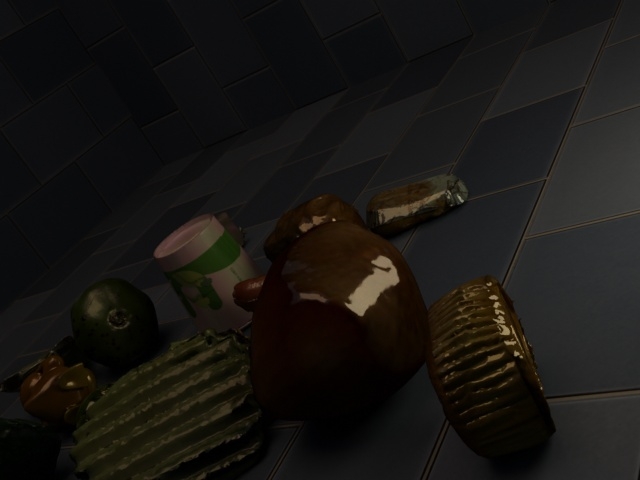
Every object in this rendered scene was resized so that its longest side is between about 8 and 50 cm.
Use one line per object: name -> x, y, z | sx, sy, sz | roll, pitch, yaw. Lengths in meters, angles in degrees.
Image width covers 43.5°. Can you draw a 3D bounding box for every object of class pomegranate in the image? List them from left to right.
pomegranate -> -0.581, 0.233, 2.261 | 0.254, 0.254, 0.270 | -38, 4, -15

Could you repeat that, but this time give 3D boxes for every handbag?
handbag -> -0.794, 0.350, 2.300 | 0.241, 0.109, 0.315 | -37, -9, -8

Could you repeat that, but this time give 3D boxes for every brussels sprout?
brussels sprout -> -0.548, 0.423, 1.977 | 0.139, 0.100, 0.181 | -39, 32, 30

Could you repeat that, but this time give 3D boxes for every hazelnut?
hazelnut -> 0.023, 0.156, 1.447 | 0.366, 0.366, 0.366 | -28, 21, 11

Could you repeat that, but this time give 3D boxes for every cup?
cup -> -0.281, 0.087, 2.096 | 0.253, 0.274, 0.253 | -28, 21, 12

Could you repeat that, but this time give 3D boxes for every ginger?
ginger -> -0.002, -0.003, 2.009 | 0.223, 0.200, 0.269 | -41, 22, -19

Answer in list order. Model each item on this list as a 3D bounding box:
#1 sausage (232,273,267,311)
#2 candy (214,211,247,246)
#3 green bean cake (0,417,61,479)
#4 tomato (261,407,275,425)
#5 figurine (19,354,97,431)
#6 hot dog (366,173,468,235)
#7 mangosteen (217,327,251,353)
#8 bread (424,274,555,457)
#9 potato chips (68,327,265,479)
sausage -> -0.013, 0.102, 1.857 | 0.419, 0.094, 0.094 | -11, 38, 23
candy -> -0.356, 0.015, 2.578 | 0.185, 0.137, 0.195 | -19, 22, 32
green bean cake -> -0.759, 0.550, 1.776 | 0.169, 0.300, 0.308 | 2, 78, 36
tomato -> -0.134, 0.318, 1.647 | 0.155, 0.069, 0.155 | -27, 22, 12
figurine -> -0.689, 0.403, 2.099 | 0.215, 0.215, 0.228 | -36, 7, -11
hot dog -> 0.242, -0.093, 2.043 | 0.270, 0.082, 0.162 | -17, 32, 17
mangosteen -> -0.190, 0.258, 1.763 | 0.137, 0.137, 0.151 | -20, 16, 31
bread -> 0.245, 0.183, 1.183 | 0.142, 0.227, 0.253 | -29, 27, 16
potato chips -> -0.303, 0.357, 1.591 | 0.429, 0.070, 0.358 | -29, 45, 1
